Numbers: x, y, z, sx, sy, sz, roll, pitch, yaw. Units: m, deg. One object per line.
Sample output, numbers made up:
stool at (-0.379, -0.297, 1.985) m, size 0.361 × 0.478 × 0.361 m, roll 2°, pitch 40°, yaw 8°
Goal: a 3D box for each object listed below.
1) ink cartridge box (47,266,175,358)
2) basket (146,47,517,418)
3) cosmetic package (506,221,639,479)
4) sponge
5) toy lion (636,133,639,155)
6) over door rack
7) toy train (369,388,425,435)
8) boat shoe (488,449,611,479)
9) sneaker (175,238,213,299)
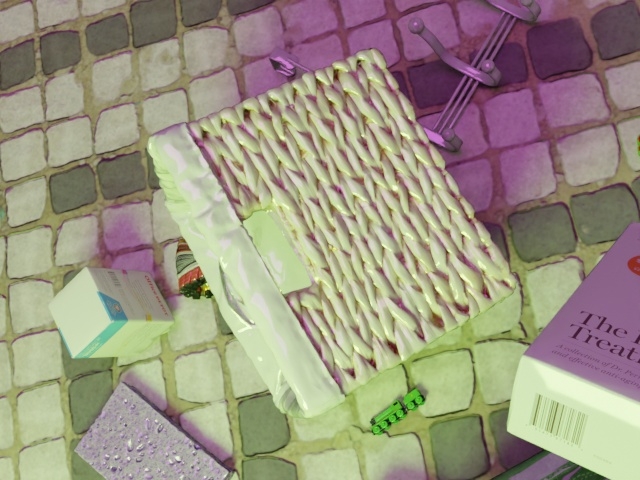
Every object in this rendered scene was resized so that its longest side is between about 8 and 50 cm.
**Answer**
ink cartridge box at (-0.281, 0.101, 1.292) m, size 0.090 × 0.143 × 0.092 m, roll -41°, pitch 65°, yaw 21°
basket at (0.000, 0.000, 1.067) m, size 0.266 × 0.331 × 0.328 m, roll -29°, pitch 85°, yaw -9°
cosmetic package at (0.397, 0.134, 0.817) m, size 0.377 × 0.284 × 0.097 m, roll 21°, pitch 125°, yaw 27°
sponge at (-0.228, 0.298, 1.267) m, size 0.210 × 0.031 × 0.117 m, roll 34°, pitch 86°, yaw 23°
toy lion at (0.455, -0.117, 1.181) m, size 0.096 × 0.034 × 0.100 m, roll -33°, pitch 67°, yaw 13°
over door rack at (0.104, -0.293, 1.301) m, size 0.324 × 0.108 × 0.239 m, roll 29°, pitch 83°, yaw 23°
toy train at (0.097, 0.219, 1.198) m, size 0.083 × 0.017 × 0.023 m, roll -36°, pitch 57°, yaw 5°
boat shoe at (0.325, 0.213, 1.032) m, size 0.500 × 0.187 × 0.156 m, roll -41°, pitch 63°, yaw -1°
sneaker at (-0.104, -0.005, 1.291) m, size 0.225 × 0.088 × 0.092 m, roll -23°, pitch 63°, yaw 7°
